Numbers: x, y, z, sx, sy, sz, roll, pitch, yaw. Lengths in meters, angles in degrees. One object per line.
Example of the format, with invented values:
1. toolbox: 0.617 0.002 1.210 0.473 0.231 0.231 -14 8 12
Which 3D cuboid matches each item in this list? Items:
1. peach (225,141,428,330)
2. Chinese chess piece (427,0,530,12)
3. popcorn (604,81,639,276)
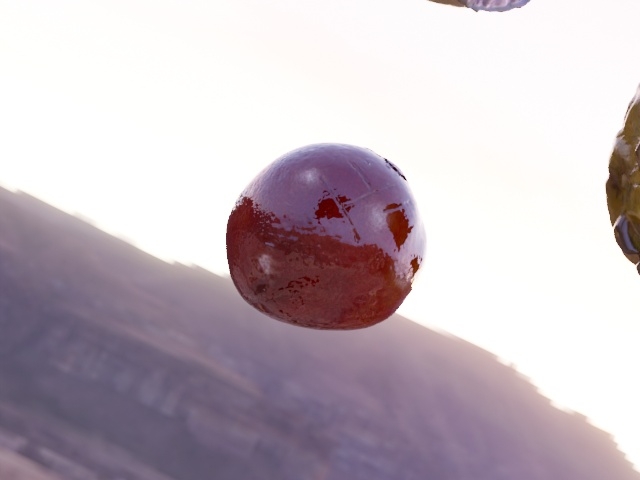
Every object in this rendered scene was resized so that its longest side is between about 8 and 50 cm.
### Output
1. peach: 0.000 0.000 1.683 0.197 0.197 0.197 26 -5 3
2. Chinese chess piece: 0.123 -0.295 1.259 0.112 0.270 0.270 32 -1 34
3. popcorn: 0.380 -0.071 1.663 0.250 0.250 0.190 24 21 23
